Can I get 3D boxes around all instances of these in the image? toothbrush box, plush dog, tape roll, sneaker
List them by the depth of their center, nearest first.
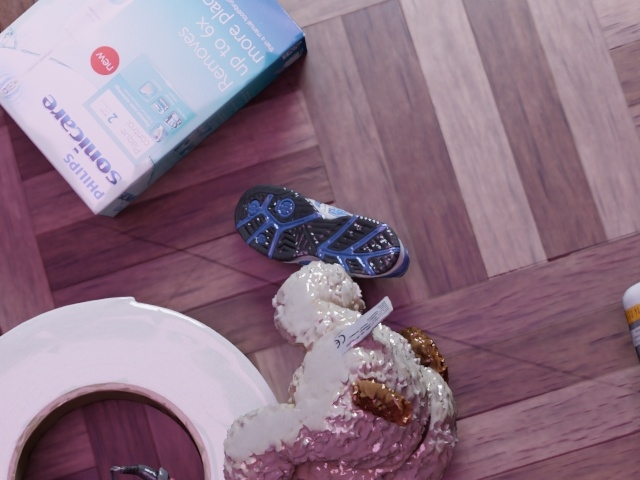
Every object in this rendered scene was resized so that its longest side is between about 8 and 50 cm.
[{"bbox_3d":[0.059,0.174,1.515,0.210,0.225,0.262,6,72,40],"label":"plush dog"},{"bbox_3d":[-0.216,0.254,1.570,0.392,0.072,0.392,1,76,-3],"label":"tape roll"},{"bbox_3d":[0.000,0.000,1.620,0.211,0.081,0.080,22,86,28],"label":"sneaker"},{"bbox_3d":[-0.193,-0.199,1.633,0.295,0.126,0.216,-40,89,1],"label":"toothbrush box"}]

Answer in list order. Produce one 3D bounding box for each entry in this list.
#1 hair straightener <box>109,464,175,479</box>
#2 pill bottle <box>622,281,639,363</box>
[{"bbox_3d":[-0.123,0.304,1.501,0.230,0.047,0.089,35,76,5],"label":"hair straightener"},{"bbox_3d":[0.410,0.161,1.494,0.162,0.162,0.278,-15,80,5],"label":"pill bottle"}]
